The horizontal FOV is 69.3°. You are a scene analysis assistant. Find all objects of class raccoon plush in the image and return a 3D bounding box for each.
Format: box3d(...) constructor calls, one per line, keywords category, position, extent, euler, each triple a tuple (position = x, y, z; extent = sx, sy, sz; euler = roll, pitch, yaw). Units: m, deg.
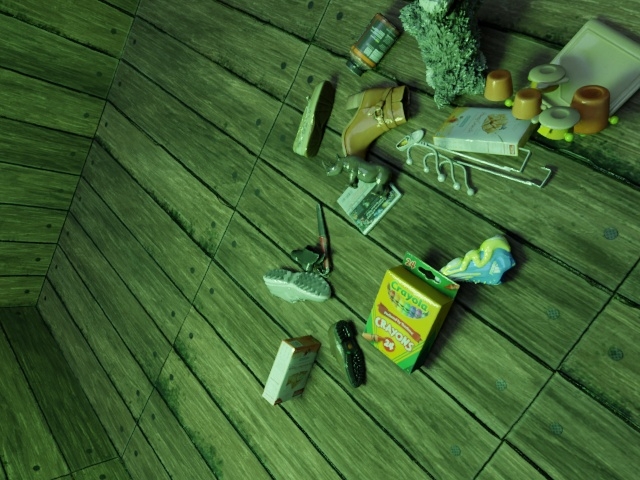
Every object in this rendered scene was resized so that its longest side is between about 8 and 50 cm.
box3d(category="raccoon plush", position=(0.327, -0.501, 1.245), extent=(0.216, 0.446, 0.299), euler=(-7, 109, 34))

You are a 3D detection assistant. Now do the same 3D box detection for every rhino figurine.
box3d(category="rhino figurine", position=(0.120, -0.224, 1.528), extent=(0.243, 0.073, 0.106), euler=(19, 95, 7))

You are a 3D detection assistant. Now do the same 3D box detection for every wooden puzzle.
box3d(category="wooden puzzle", position=(0.703, -0.423, 1.202), extent=(0.238, 0.044, 0.221), euler=(-48, 61, 19))

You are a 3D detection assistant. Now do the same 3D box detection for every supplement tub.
box3d(category="supplement tub", position=(0.171, -0.660, 1.575), extent=(0.198, 0.106, 0.106), euler=(-48, 61, 24))

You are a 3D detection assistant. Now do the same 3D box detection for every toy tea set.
box3d(category="toy tea set", position=(0.572, -0.343, 1.190), extent=(0.200, 0.124, 0.336), euler=(-25, 46, -4))

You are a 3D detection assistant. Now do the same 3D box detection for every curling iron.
box3d(category="curling iron", position=(0.000, 0.000, 1.698), extent=(0.068, 0.035, 0.274), euler=(-10, 81, 37))

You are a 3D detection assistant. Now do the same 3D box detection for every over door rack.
box3d(category="over door rack", position=(0.426, -0.186, 1.265), extent=(0.324, 0.239, 0.108), euler=(14, 94, 37))

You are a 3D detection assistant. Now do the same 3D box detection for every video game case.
box3d(category="video game case", position=(0.166, -0.145, 1.594), extent=(0.190, 0.022, 0.173), euler=(-49, 60, 23))

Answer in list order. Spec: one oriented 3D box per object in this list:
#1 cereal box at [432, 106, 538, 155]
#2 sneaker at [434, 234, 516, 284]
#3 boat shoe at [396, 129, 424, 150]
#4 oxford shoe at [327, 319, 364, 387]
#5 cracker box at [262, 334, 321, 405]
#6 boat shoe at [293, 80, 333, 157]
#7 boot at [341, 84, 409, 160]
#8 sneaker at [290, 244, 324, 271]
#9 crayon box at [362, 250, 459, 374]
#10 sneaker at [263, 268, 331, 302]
box3d(category="cereal box", position=(0.464, -0.312, 1.303), extent=(0.240, 0.047, 0.173), euler=(14, 50, 37))
box3d(category="sneaker", position=(0.446, 0.093, 1.324), extent=(0.240, 0.091, 0.126), euler=(-41, 69, 31))
box3d(category="boat shoe", position=(0.289, -0.328, 1.505), extent=(0.100, 0.035, 0.035), euler=(-30, 69, 32))
box3d(category="oxford shoe", position=(0.085, 0.393, 1.591), extent=(0.096, 0.083, 0.227), euler=(-36, 64, 49))
box3d(category="cracker box", position=(-0.102, 0.464, 1.667), extent=(0.067, 0.156, 0.232), euler=(28, 104, 34))
box3d(category="boat shoe", position=(-0.033, -0.453, 1.714), extent=(0.089, 0.105, 0.285), euler=(25, 102, 33))
box3d(category="boot", position=(0.193, -0.376, 1.553), extent=(0.220, 0.109, 0.283), euler=(0, 79, 33))
box3d(category="sneaker", position=(-0.050, 0.051, 1.700), extent=(0.170, 0.051, 0.089), euler=(42, 121, 49))
box3d(category="crayon box", position=(0.265, 0.219, 1.406), extent=(0.202, 0.081, 0.318), euler=(35, 122, 34))
box3d(category="sneaker", position=(-0.079, 0.183, 1.728), extent=(0.281, 0.105, 0.115), euler=(13, 128, 33))
